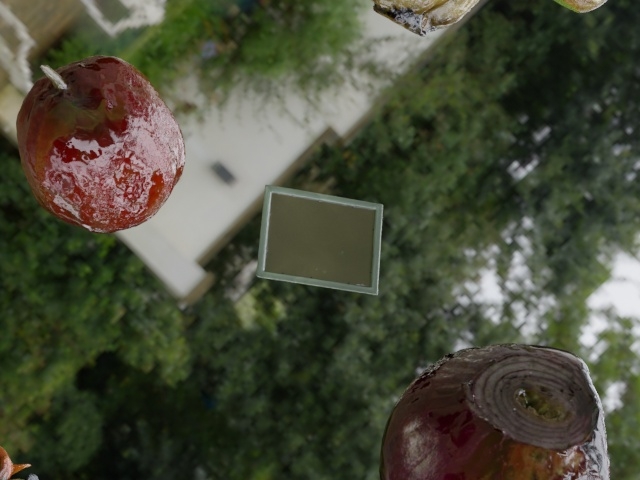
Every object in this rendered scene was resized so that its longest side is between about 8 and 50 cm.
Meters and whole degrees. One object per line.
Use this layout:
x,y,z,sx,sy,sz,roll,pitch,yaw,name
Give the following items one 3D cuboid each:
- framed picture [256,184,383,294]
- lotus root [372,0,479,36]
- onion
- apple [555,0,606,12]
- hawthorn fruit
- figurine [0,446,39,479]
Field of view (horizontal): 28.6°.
0.000,0.000,1.823,0.011,0.183,0.142,136,-39,-67,framed picture
0.104,-0.273,1.025,0.220,0.118,0.125,-68,161,-1,lotus root
0.202,0.275,1.504,0.282,0.260,0.336,99,-7,-51,onion
0.322,-0.347,1.586,0.102,0.114,0.099,37,-75,43,apple
-0.248,-0.119,1.376,0.189,0.189,0.251,-48,150,-24,hawthorn fruit
-0.356,0.200,0.959,0.323,0.320,0.196,6,-111,44,figurine
